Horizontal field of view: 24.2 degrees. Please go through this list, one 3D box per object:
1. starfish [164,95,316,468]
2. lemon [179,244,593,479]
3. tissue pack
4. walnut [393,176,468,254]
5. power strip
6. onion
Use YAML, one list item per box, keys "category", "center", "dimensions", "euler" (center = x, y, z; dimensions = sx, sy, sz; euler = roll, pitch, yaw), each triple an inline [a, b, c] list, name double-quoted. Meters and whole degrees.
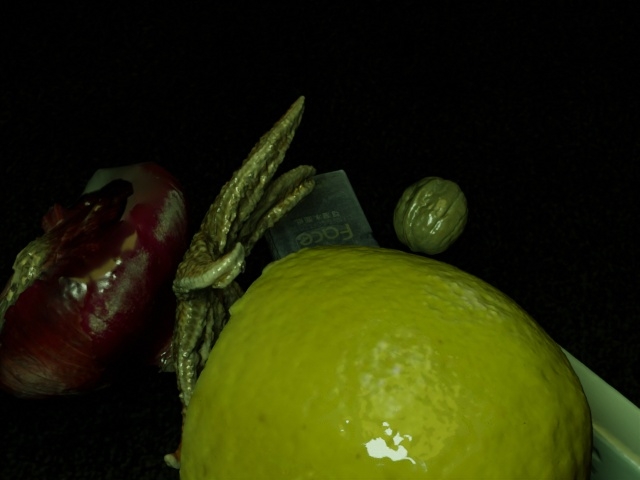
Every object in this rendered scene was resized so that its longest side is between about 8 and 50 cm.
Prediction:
- category: "starfish"
  center: [-0.086, 0.037, 1.426]
  dimensions: [0.094, 0.327, 0.375]
  euler: [16, 94, 11]
- category: "lemon"
  center: [0.082, 0.187, 1.313]
  dimensions: [0.364, 0.364, 0.364]
  euler: [1, 53, -1]
- category: "tissue pack"
  center: [0.000, 0.000, 1.647]
  dimensions: [0.112, 0.051, 0.156]
  euler: [-14, 54, -14]
- category: "walnut"
  center: [0.122, -0.028, 1.656]
  dimensions: [0.092, 0.092, 0.092]
  euler: [1, 53, -1]
- category: "power strip"
  center: [0.305, 0.215, 1.470]
  dimensions: [0.062, 0.091, 0.385]
  euler: [-38, 63, -25]
- category: "onion"
  center: [-0.212, 0.058, 1.499]
  dimensions: [0.195, 0.272, 0.272]
  euler: [43, 54, -17]
